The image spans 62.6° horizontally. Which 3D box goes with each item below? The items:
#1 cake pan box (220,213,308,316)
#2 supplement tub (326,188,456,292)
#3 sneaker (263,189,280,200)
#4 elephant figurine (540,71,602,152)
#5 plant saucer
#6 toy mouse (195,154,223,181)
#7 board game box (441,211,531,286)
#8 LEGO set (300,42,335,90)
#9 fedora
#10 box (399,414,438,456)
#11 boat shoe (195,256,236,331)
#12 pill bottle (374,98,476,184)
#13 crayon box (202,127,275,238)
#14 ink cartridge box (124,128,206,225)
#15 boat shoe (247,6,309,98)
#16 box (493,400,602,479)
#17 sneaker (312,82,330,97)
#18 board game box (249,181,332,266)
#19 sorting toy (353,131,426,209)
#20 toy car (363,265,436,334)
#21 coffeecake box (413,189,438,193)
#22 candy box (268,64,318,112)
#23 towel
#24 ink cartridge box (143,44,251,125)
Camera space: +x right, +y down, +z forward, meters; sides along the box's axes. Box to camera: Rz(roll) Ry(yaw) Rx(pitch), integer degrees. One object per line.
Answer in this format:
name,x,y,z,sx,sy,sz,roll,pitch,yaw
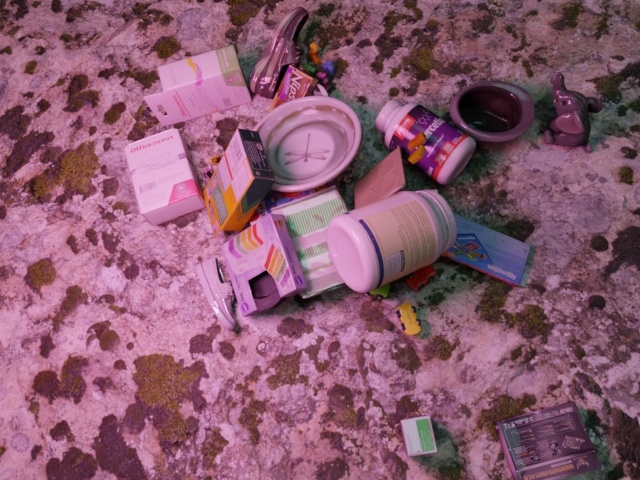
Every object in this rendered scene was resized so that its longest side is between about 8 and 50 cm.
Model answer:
cake pan box,-0.181,0.085,1.654,0.246,0.070,0.266,-29,72,34
supplement tub,0.208,-0.008,1.538,0.325,0.235,0.235,-21,68,-22
sneaker,-0.175,-0.252,1.855,0.115,0.090,0.232,-8,77,-5
elephant figurine,0.827,-0.417,1.726,0.186,0.239,0.169,0,69,6
plant saucer,-0.050,-0.308,1.767,0.401,0.100,0.400,-7,59,12
toy mouse,-0.359,-0.233,1.875,0.161,0.031,0.143,-13,74,-16
board game box,0.517,0.028,1.670,0.281,0.027,0.145,23,72,-1
LEGO set,-0.024,-0.682,1.989,0.087,0.093,0.227,-42,71,-10
fedora,0.578,-0.421,1.814,0.275,0.124,0.243,-3,69,1
box,0.276,0.551,1.489,0.087,0.102,0.101,-11,70,4
boat shoe,-0.321,0.166,1.697,0.084,0.095,0.258,-30,70,-1
pill bottle,0.346,-0.341,1.777,0.323,0.181,0.181,38,77,17
crayon box,-0.272,-0.175,1.704,0.083,0.323,0.203,2,55,-36
ink cartridge box,-0.547,-0.225,1.855,0.207,0.117,0.283,-20,69,-2
boat shoe,-0.132,-0.686,1.959,0.130,0.132,0.355,34,104,1
box,0.631,0.570,1.471,0.231,0.056,0.183,-16,69,0
sneaker,0.003,-0.452,1.899,0.108,0.100,0.271,-18,69,4
board game box,-0.050,-0.037,1.752,0.302,0.086,0.308,-30,69,-6
sorting toy,0.225,-0.203,1.683,0.307,0.041,0.229,-37,30,32
toy car,0.232,0.167,1.665,0.225,0.053,0.239,15,71,11
coffeecake box,0.300,-0.085,1.744,0.186,0.068,0.142,-5,71,4
candy box,-0.101,-0.526,1.913,0.109,0.053,0.186,36,111,16
towel,0.000,0.000,1.666,0.248,0.038,0.324,-21,69,-3
ink cartridge box,-0.451,-0.560,1.924,0.354,0.207,0.119,-17,70,-1
